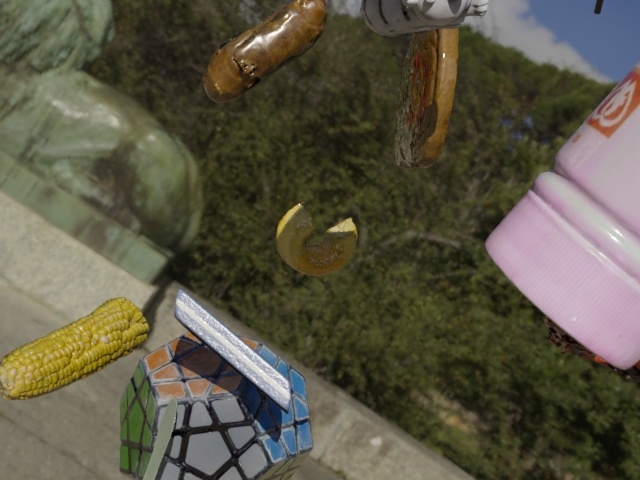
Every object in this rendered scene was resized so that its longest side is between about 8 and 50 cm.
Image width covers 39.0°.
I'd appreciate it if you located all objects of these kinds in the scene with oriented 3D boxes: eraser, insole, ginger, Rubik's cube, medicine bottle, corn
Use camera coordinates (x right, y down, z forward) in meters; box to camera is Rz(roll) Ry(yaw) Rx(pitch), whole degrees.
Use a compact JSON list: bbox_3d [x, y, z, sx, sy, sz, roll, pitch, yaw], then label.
[{"bbox_3d":[-0.120,0.155,1.261,0.225,0.036,0.082,39,-12,7],"label":"eraser"},{"bbox_3d":[-0.227,0.293,1.264,0.002,0.152,0.053,21,-5,-28],"label":"insole"},{"bbox_3d":[-0.091,-0.372,1.687,0.107,0.309,0.133,52,-5,-22],"label":"ginger"},{"bbox_3d":[-0.169,0.293,1.440,0.319,0.264,0.318,40,39,-43],"label":"Rubik's cube"},{"bbox_3d":[0.337,-0.051,0.897,0.202,0.316,0.202,38,14,-11],"label":"medicine bottle"},{"bbox_3d":[-0.387,0.170,1.423,0.101,0.101,0.292,35,30,20],"label":"corn"}]

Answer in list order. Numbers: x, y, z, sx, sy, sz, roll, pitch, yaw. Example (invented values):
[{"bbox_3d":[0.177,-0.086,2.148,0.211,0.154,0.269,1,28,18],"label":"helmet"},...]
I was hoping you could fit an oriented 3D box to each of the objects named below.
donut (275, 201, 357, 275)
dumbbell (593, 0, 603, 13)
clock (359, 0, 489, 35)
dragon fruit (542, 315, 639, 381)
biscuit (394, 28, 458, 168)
[{"bbox_3d":[-0.006,0.010,1.885,0.181,0.146,0.078,16,14,-33],"label":"donut"},{"bbox_3d":[0.360,-0.352,1.121,0.070,0.147,0.069,2,35,-2],"label":"dumbbell"},{"bbox_3d":[0.128,-0.324,1.229,0.176,0.079,0.117,0,10,30],"label":"clock"},{"bbox_3d":[0.496,0.076,1.444,0.296,0.301,0.295,-4,21,2],"label":"dragon fruit"},{"bbox_3d":[0.178,-0.261,1.579,0.049,0.272,0.257,8,1,-10],"label":"biscuit"}]
